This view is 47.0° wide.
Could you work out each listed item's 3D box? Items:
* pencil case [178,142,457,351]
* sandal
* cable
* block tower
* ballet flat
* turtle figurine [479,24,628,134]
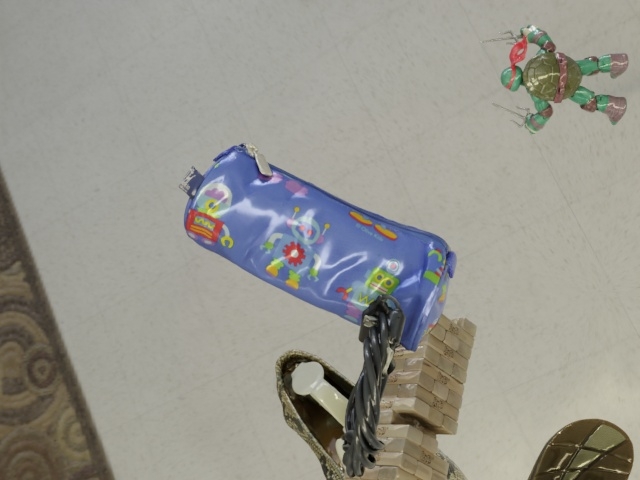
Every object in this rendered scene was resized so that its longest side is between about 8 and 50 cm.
[{"bbox_3d":[0.000,0.000,0.803,0.306,0.119,0.133,26,118,5],"label":"pencil case"},{"bbox_3d":[0.205,0.234,0.645,0.072,0.049,0.180,32,79,9],"label":"sandal"},{"bbox_3d":[0.051,0.151,0.704,0.047,0.184,0.150,9,47,0],"label":"cable"},{"bbox_3d":[0.104,0.243,0.914,0.091,0.097,0.335,-13,50,46],"label":"block tower"},{"bbox_3d":[0.050,0.303,1.166,0.164,0.182,0.483,-36,30,-16],"label":"ballet flat"},{"bbox_3d":[0.371,-0.255,1.186,0.234,0.118,0.175,5,105,-2],"label":"turtle figurine"}]
